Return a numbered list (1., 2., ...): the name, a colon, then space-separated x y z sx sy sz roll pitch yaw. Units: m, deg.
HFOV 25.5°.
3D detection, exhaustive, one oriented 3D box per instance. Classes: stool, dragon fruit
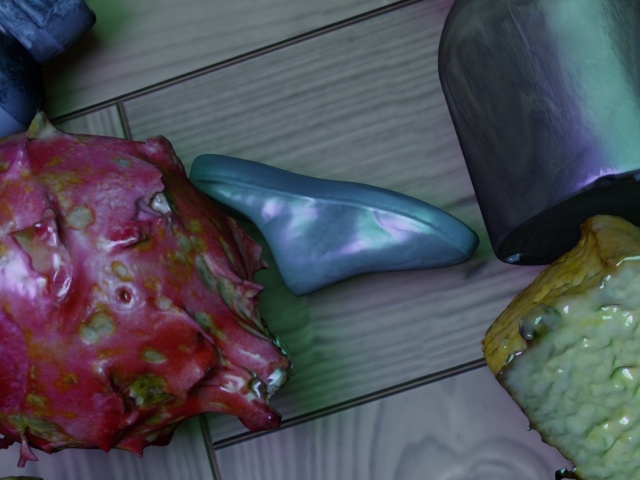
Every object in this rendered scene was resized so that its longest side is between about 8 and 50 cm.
1. stool: 0.151 -0.136 0.847 0.179 0.179 0.264 -18 74 5
2. dragon fruit: -0.134 0.032 0.847 0.268 0.205 0.210 20 43 12

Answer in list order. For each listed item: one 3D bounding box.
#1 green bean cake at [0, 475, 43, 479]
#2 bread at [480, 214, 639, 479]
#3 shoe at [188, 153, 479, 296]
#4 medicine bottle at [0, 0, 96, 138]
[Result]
1. green bean cake: -0.218 0.215 0.804 0.229 0.224 0.131 -18 74 9
2. bread: 0.182 0.079 0.793 0.143 0.139 0.229 -38 116 5
3. shoe: 0.000 0.000 0.894 0.195 0.079 0.078 17 84 17
4. medicine bottle: -0.283 -0.079 0.927 0.293 0.141 0.141 -45 74 -3
